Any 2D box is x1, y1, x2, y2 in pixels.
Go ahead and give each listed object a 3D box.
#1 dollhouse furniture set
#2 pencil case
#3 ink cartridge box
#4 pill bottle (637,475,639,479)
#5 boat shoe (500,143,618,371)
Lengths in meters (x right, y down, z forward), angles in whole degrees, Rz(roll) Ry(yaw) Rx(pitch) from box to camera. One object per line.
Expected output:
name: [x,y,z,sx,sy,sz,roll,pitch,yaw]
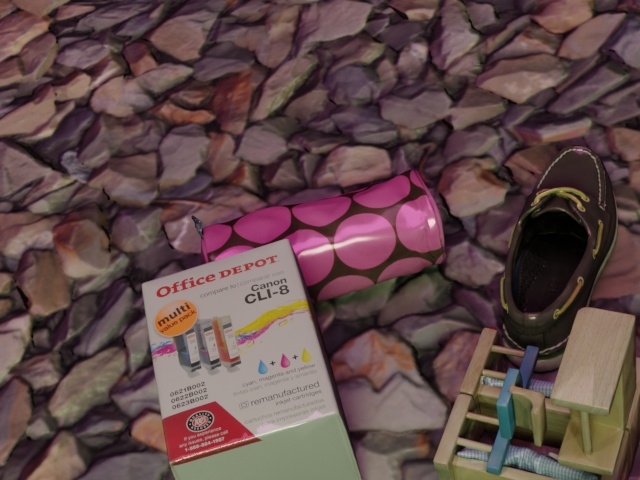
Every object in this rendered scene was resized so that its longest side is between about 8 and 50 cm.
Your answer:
dollhouse furniture set: [0.157,0.103,0.878,0.129,0.183,0.129,10,53,22]
pencil case: [0.000,0.000,1.072,0.209,0.095,0.098,-13,33,0]
ink cartridge box: [-0.054,0.114,0.959,0.128,0.127,0.176,-17,47,0]
pill bottle: [0.182,0.287,0.716,0.181,0.181,0.323,19,56,27]
boat shoe: [0.201,-0.001,1.033,0.081,0.068,0.227,6,52,19]
